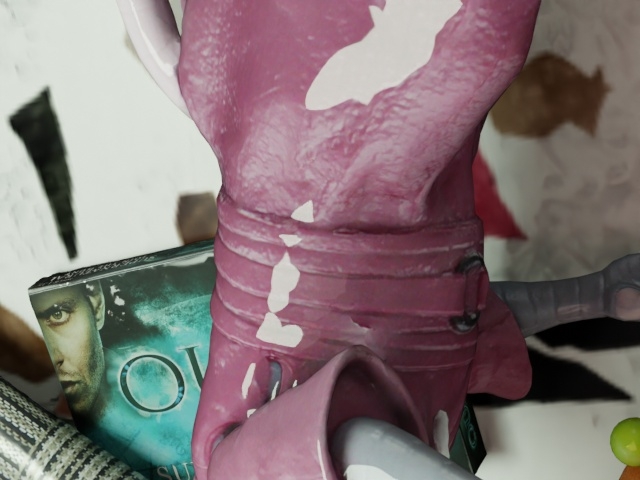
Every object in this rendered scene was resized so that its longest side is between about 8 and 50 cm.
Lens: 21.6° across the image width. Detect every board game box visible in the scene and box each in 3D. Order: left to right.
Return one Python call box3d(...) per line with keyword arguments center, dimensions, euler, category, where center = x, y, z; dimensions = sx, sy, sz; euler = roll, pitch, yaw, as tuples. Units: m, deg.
box3d(center=(-0.031, 0.059, 0.755), dimensions=(0.186, 0.026, 0.126), euler=(-13, 103, 23), category="board game box")

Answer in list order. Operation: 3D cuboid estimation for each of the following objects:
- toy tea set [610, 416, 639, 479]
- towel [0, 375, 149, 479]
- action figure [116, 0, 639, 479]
box3d(center=(0.232, 0.196, 0.681), dimensions=(0.200, 0.124, 0.336), euler=(-12, 102, -7), category="toy tea set")
box3d(center=(-0.238, 0.179, 0.837), dimensions=(0.312, 0.056, 0.324), euler=(33, 119, 11), category="towel")
box3d(center=(0.000, 0.000, 0.578), dimensions=(0.276, 0.248, 0.370), euler=(9, 97, 13), category="action figure")
